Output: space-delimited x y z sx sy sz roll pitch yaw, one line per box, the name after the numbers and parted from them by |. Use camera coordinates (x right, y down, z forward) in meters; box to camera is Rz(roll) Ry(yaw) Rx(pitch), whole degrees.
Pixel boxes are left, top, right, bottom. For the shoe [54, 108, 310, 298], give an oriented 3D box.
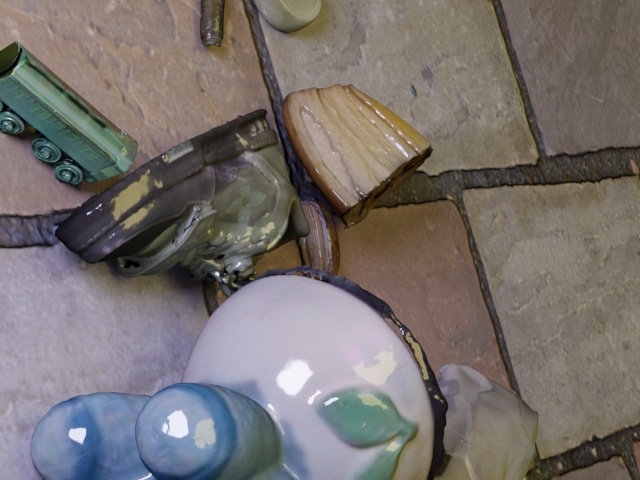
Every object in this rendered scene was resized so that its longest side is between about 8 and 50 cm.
-0.095 -0.008 1.438 0.149 0.109 0.293 61 32 -6 | shoe

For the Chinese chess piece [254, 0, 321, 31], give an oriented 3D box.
-0.034 -0.249 1.712 0.084 0.034 0.084 27 53 -43 | Chinese chess piece

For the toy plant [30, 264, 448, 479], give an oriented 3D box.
-0.080 0.185 1.294 0.332 0.247 0.247 -33 100 -48 | toy plant

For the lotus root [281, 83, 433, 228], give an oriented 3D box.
0.025 -0.079 1.654 0.159 0.095 0.135 -17 65 -45 | lotus root

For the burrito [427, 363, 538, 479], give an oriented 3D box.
0.093 0.258 1.571 0.445 0.101 0.139 -48 129 -52 | burrito

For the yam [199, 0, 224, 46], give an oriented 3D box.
-0.105 -0.236 1.620 0.027 0.033 0.129 59 30 -66 | yam

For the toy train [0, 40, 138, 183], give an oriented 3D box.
-0.214 -0.097 1.357 0.148 0.071 0.038 41 42 -36 | toy train

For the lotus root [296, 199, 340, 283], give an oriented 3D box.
0.001 0.000 1.632 0.030 0.037 0.083 7 67 -56 | lotus root
